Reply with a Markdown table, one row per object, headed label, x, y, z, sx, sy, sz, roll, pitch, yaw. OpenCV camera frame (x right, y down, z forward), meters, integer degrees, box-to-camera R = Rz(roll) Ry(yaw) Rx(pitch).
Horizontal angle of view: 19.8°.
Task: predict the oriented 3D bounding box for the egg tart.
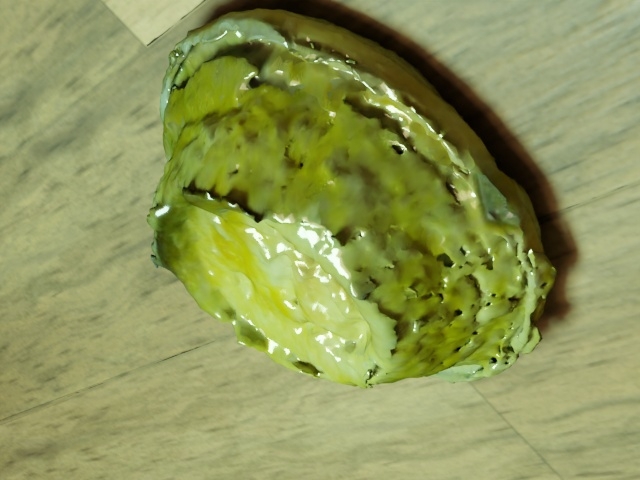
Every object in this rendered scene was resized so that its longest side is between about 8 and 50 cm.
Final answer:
| label | x | y | z | sx | sy | sz | roll | pitch | yaw |
| --- | --- | --- | --- | --- | --- | --- | --- | --- | --- |
| egg tart | 0.000 | 0.000 | 1.288 | 0.345 | 0.132 | 0.345 | 29 | 152 | 17 |
